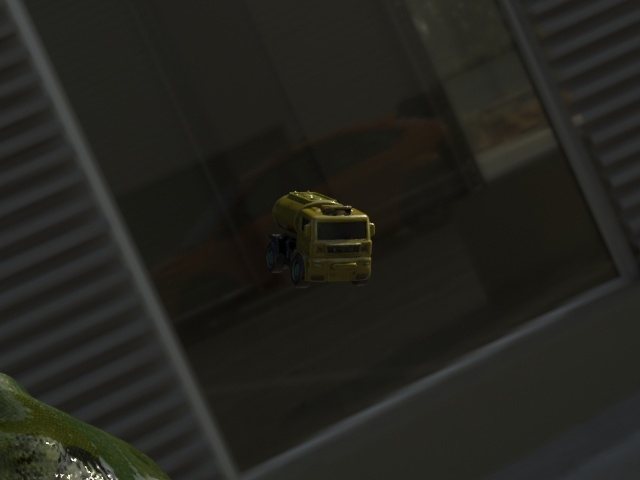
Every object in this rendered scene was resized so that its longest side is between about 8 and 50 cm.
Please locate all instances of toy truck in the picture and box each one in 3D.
[{"bbox_3d":[0.000,0.000,0.968,0.049,0.054,0.083,-1,10,-22],"label":"toy truck"}]

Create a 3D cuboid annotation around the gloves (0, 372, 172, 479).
[{"bbox_3d":[-0.095,0.111,0.469,0.268,0.135,0.107,16,-17,-17],"label":"gloves"}]
